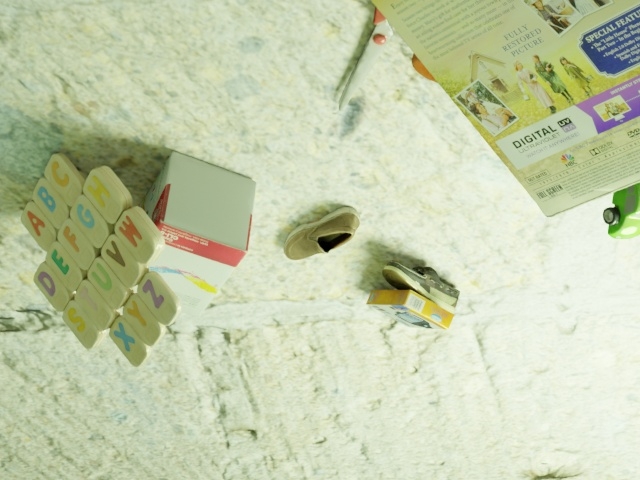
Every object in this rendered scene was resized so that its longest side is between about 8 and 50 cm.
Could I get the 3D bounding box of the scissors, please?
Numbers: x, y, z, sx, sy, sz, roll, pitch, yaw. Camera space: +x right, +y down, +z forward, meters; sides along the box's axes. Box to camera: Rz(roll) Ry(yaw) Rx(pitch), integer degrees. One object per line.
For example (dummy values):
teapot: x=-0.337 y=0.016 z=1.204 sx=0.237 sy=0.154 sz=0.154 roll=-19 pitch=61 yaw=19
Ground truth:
scissors: x=0.085 y=-0.248 z=1.689 sx=0.109 sy=0.021 sz=0.297 roll=4 pitch=140 yaw=-4

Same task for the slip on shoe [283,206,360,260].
slip on shoe: x=0.000 y=0.000 z=1.992 sx=0.135 sy=0.041 sz=0.051 roll=-26 pitch=133 yaw=32

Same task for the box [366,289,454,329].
box: x=0.124 y=0.099 z=2.068 sx=0.081 sy=0.028 sz=0.136 roll=29 pitch=165 yaw=-20

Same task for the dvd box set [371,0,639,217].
dvd box set: x=0.232 y=-0.235 z=1.483 sx=0.420 sy=0.062 sz=0.308 roll=48 pitch=137 yaw=-15

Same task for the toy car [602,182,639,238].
toy car: x=0.379 y=-0.106 z=1.658 sx=0.239 sy=0.053 sz=0.224 roll=-5 pitch=108 yaw=-35

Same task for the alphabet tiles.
alphabet tiles: x=-0.301 y=0.029 z=1.924 sx=0.278 sy=0.021 sz=0.284 roll=51 pitch=138 yaw=12

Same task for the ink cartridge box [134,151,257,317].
ink cartridge box: x=-0.182 y=-0.005 z=1.932 sx=0.127 sy=0.128 sz=0.176 roll=19 pitch=139 yaw=-18

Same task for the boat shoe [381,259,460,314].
boat shoe: x=0.144 y=0.059 z=2.048 sx=0.056 sy=0.049 sz=0.152 roll=13 pitch=163 yaw=45

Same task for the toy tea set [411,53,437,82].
toy tea set: x=0.263 y=-0.188 z=1.709 sx=0.200 sy=0.124 sz=0.336 roll=7 pitch=157 yaw=48
